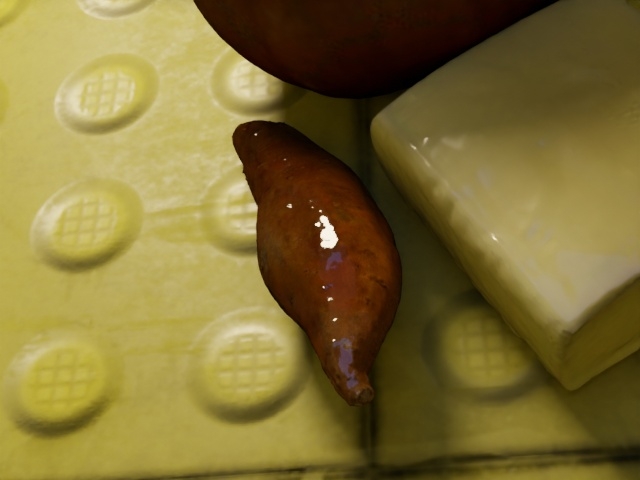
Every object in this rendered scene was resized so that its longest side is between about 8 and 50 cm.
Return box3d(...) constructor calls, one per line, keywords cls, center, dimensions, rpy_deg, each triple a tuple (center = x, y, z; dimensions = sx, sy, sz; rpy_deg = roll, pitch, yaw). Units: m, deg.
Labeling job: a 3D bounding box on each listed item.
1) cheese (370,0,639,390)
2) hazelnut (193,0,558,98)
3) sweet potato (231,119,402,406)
box3d(cls="cheese", center=(0.207, -0.053, 0.899), dimensions=(0.242, 0.124, 0.265), rpy_deg=(-29, 55, -12))
box3d(cls="hazelnut", center=(0.053, -0.329, 0.984), dimensions=(0.409, 0.359, 0.359), rpy_deg=(-36, 56, -8))
box3d(cls="sweet potato", center=(0.003, 0.002, 0.913), dimensions=(0.112, 0.112, 0.359), rpy_deg=(-17, 39, 1))
